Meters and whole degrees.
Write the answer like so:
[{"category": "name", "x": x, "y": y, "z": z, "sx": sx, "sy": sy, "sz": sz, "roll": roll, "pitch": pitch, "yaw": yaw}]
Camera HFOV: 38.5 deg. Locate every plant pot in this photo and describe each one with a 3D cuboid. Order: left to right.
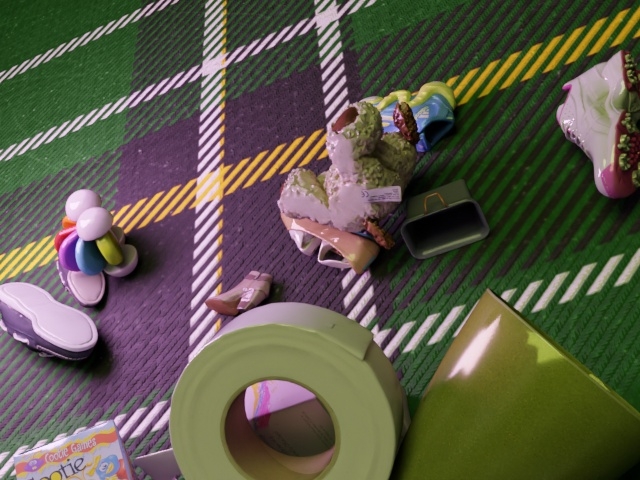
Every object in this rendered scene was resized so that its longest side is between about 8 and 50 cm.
[{"category": "plant pot", "x": 0.219, "y": 0.258, "z": 1.140, "sx": 0.293, "sy": 0.275, "sz": 0.275, "roll": -50, "pitch": 43, "yaw": 5}]

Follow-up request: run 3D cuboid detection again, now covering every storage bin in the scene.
[{"category": "storage bin", "x": 0.200, "y": -0.047, "z": 1.524, "sx": 0.135, "sy": 0.098, "sz": 0.091, "roll": -21, "pitch": 34, "yaw": 14}]

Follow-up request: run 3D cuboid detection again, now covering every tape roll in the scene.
[{"category": "tape roll", "x": -0.039, "y": 0.223, "z": 1.146, "sx": 0.286, "sy": 0.286, "sz": 0.100, "roll": -21, "pitch": 6, "yaw": 15}]

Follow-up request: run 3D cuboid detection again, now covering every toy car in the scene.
[{"category": "toy car", "x": -0.460, "y": 0.002, "z": 1.822, "sx": 0.136, "sy": 0.159, "sz": 0.182, "roll": -34, "pitch": 43, "yaw": -9}]

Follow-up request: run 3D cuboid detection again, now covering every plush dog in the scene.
[{"category": "plush dog", "x": 0.089, "y": -0.110, "z": 1.555, "sx": 0.262, "sy": 0.210, "sz": 0.225, "roll": -48, "pitch": -2, "yaw": 40}]

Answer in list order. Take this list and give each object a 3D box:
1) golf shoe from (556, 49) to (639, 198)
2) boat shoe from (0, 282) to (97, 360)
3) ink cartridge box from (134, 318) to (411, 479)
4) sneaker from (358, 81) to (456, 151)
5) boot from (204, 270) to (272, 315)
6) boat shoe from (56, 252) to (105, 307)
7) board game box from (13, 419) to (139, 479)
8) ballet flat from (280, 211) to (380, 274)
[{"category": "golf shoe", "x": 0.451, "y": -0.174, "z": 1.480, "sx": 0.140, "sy": 0.115, "sz": 0.306, "roll": -16, "pitch": 39, "yaw": 34}, {"category": "boat shoe", "x": -0.528, "y": 0.173, "z": 1.774, "sx": 0.114, "sy": 0.091, "sz": 0.302, "roll": -7, "pitch": 24, "yaw": -39}, {"category": "ink cartridge box", "x": -0.066, "y": 0.265, "z": 1.319, "sx": 0.353, "sy": 0.207, "sz": 0.119, "roll": -21, "pitch": 43, "yaw": 14}, {"category": "sneaker", "x": 0.140, "y": -0.212, "z": 1.701, "sx": 0.240, "sy": 0.091, "sz": 0.126, "roll": -22, "pitch": 45, "yaw": 12}, {"category": "boot", "x": -0.142, "y": 0.092, "z": 1.647, "sx": 0.118, "sy": 0.042, "sz": 0.087, "roll": 7, "pitch": 51, "yaw": 34}, {"category": "boat shoe", "x": -0.493, "y": 0.077, "z": 1.872, "sx": 0.206, "sy": 0.075, "sz": 0.065, "roll": 55, "pitch": 133, "yaw": 42}, {"category": "board game box", "x": -0.304, "y": 0.406, "z": 1.269, "sx": 0.144, "sy": 0.275, "sz": 0.142, "roll": -19, "pitch": 42, "yaw": -11}, {"category": "ballet flat", "x": 0.000, "y": 0.000, "z": 1.613, "sx": 0.232, "sy": 0.080, "sz": 0.073, "roll": 20, "pitch": 78, "yaw": 42}]
